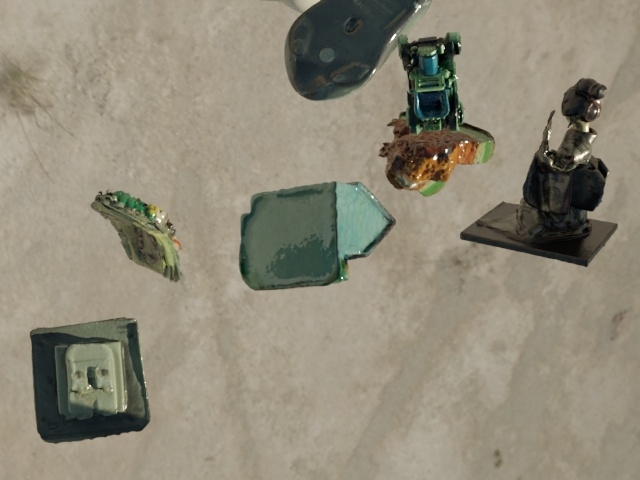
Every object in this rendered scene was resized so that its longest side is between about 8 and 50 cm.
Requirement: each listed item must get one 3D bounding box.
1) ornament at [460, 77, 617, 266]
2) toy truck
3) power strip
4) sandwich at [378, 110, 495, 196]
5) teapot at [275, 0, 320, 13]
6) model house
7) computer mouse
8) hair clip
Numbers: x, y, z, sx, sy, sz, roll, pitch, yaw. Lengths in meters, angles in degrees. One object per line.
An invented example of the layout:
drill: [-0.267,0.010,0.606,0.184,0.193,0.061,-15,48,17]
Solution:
ornament: [0.277,-0.097,0.999,0.166,0.153,0.196,-29,129,-55]
toy truck: [0.144,-0.190,1.084,0.080,0.078,0.154,-3,136,10]
power strip: [-0.411,0.248,1.504,0.198,0.064,0.213,-7,82,-18]
sandwich: [0.240,-0.176,1.916,0.301,0.250,0.162,-37,137,-53]
teapot: [-0.027,-0.530,1.716,0.299,0.208,0.166,7,129,-53]
model house: [0.000,0.000,1.888,0.248,0.280,0.230,9,79,-55]
computer mouse: [0.089,-0.387,1.443,0.379,0.167,0.090,-47,172,-3]
hair clip: [-0.332,-0.023,1.616,0.091,0.138,0.321,-62,169,-19]
